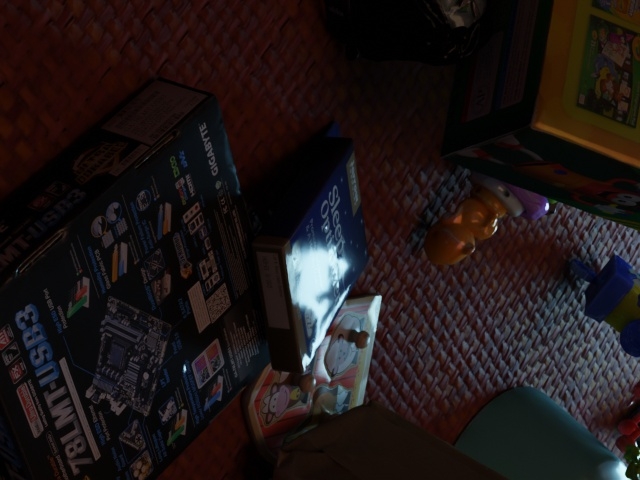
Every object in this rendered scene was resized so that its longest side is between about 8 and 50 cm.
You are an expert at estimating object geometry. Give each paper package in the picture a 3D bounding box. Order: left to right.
[{"bbox_3d":[0.097,0.375,1.688,0.168,0.309,0.325,-28,136,-44],"label":"paper package"}]

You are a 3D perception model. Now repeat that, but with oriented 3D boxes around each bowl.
[{"bbox_3d":[0.268,0.346,2.054,0.311,0.163,0.311,-29,128,-45],"label":"bowl"}]

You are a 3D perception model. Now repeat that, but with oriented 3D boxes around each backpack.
[{"bbox_3d":[0.073,-0.254,1.529,0.115,0.152,0.182,-45,126,-40],"label":"backpack"}]

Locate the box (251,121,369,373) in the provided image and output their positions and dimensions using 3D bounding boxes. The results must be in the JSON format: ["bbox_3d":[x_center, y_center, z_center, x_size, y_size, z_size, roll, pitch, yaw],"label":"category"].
[{"bbox_3d":[0.000,0.000,1.568,0.225,0.036,0.136,-60,148,-51],"label":"box"}]

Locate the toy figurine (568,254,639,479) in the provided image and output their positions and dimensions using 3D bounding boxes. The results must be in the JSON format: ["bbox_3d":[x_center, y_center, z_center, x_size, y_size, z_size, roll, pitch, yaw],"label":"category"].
[{"bbox_3d":[0.363,0.120,2.061,0.191,0.217,0.362,-45,-178,17],"label":"toy figurine"}]

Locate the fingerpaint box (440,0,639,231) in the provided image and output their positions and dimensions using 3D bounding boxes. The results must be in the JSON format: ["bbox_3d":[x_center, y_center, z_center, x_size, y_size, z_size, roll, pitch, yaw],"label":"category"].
[{"bbox_3d":[0.338,-0.240,1.640,0.371,0.163,0.445,17,74,-25],"label":"fingerpaint box"}]

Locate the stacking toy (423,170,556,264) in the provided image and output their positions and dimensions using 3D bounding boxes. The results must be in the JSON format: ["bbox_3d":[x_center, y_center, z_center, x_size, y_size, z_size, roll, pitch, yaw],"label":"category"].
[{"bbox_3d":[0.217,-0.087,1.800,0.302,0.175,0.166,-49,132,-7],"label":"stacking toy"}]

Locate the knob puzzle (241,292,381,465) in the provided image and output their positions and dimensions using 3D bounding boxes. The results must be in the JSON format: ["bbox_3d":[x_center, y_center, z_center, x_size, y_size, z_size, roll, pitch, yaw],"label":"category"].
[{"bbox_3d":[-0.006,0.147,1.699,0.213,0.030,0.213,-29,129,-43],"label":"knob puzzle"}]

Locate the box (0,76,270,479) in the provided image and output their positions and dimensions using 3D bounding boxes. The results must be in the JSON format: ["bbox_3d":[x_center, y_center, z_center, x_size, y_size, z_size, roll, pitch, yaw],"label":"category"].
[{"bbox_3d":[-0.167,0.067,1.402,0.293,0.073,0.295,-44,139,-32],"label":"box"}]

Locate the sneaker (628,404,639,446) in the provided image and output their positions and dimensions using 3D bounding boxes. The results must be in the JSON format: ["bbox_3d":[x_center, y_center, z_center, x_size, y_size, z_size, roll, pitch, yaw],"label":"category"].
[{"bbox_3d":[0.496,0.279,2.396,0.227,0.087,0.130,-16,113,-56],"label":"sneaker"}]

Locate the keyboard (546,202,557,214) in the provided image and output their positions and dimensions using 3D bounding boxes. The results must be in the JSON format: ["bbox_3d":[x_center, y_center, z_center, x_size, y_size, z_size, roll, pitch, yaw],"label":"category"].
[{"bbox_3d":[0.263,-0.122,1.943,0.100,0.038,0.192,15,95,-32],"label":"keyboard"}]
